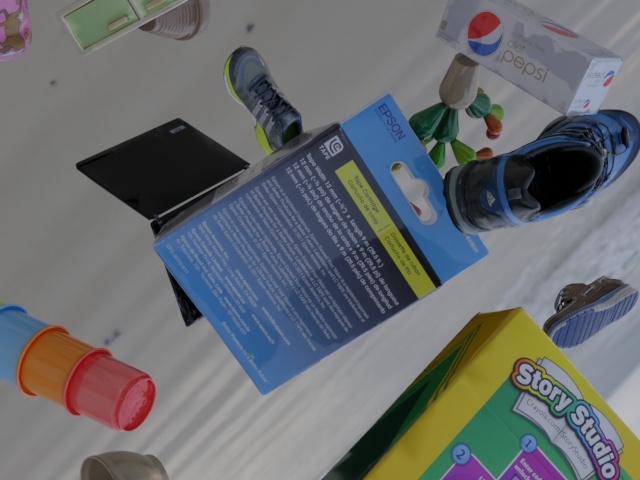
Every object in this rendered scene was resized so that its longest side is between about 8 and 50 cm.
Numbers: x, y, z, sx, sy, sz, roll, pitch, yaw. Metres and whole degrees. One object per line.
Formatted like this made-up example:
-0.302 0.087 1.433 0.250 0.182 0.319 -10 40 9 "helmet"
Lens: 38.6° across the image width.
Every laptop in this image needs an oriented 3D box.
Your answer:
-0.210 -0.037 1.410 0.234 0.137 0.264 -35 116 -46 "laptop"

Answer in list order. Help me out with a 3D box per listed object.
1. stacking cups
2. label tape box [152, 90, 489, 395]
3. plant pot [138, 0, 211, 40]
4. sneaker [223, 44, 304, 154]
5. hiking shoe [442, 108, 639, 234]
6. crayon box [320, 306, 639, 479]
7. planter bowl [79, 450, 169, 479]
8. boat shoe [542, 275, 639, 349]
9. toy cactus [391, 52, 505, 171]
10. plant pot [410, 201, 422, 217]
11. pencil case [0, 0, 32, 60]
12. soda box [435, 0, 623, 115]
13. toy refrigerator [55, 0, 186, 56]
-0.318 0.113 0.961 0.096 0.316 0.096 -41 140 -47 "stacking cups"
0.000 0.000 1.179 0.348 0.249 0.115 -33 -167 5 "label tape box"
-0.360 -0.532 1.993 0.110 0.237 0.237 -43 163 -33 "plant pot"
-0.104 -0.295 1.986 0.111 0.121 0.300 -46 131 -17 "sneaker"
0.289 -0.078 1.050 0.304 0.113 0.132 -26 -168 -30 "hiking shoe"
0.195 0.301 0.897 0.313 0.363 0.106 -43 -175 -20 "crayon box"
-0.326 0.431 1.570 0.109 0.162 0.162 -15 145 -40 "planter bowl"
0.364 0.097 1.277 0.183 0.066 0.066 -16 131 -36 "boat shoe"
0.173 -0.175 1.229 0.219 0.112 0.180 -12 139 -23 "toy cactus"
0.034 -0.003 2.148 0.267 0.267 0.235 -37 -157 49 "plant pot"
-0.405 -0.394 1.032 0.167 0.160 0.386 6 122 -13 "pencil case"
0.239 -0.228 1.074 0.069 0.216 0.074 -9 129 -42 "soda box"
-0.386 -0.473 1.818 0.270 0.102 0.094 -20 -158 24 "toy refrigerator"
